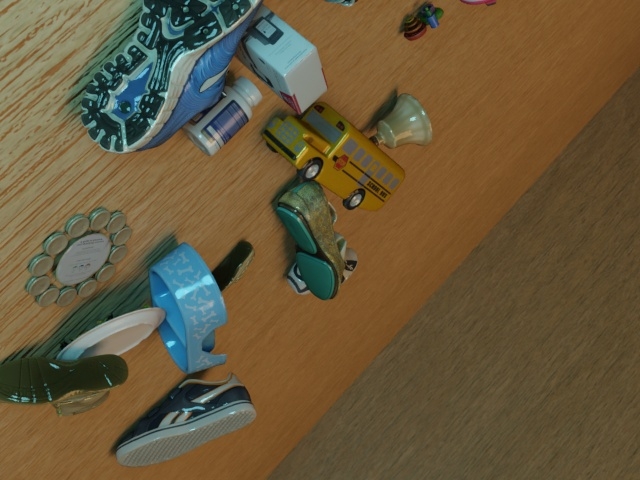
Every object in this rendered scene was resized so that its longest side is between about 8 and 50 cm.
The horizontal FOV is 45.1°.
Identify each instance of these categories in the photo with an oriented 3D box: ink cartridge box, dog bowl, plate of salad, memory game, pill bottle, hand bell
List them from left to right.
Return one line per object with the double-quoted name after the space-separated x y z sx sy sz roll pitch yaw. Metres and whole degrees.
-0.361 0.027 1.164 0.186 0.012 0.186 -41 157 -22 "memory game"
-0.358 0.158 1.314 0.199 0.048 0.200 -28 165 -8 "plate of salad"
-0.242 0.134 1.390 0.074 0.166 0.297 -27 151 -25 "dog bowl"
-0.146 -0.190 1.165 0.120 0.067 0.067 -46 159 -11 "pill bottle"
-0.068 -0.265 1.087 0.063 0.150 0.109 -44 158 -6 "ink cartridge box"
0.107 -0.205 1.646 0.242 0.126 0.126 -31 154 -16 "hand bell"

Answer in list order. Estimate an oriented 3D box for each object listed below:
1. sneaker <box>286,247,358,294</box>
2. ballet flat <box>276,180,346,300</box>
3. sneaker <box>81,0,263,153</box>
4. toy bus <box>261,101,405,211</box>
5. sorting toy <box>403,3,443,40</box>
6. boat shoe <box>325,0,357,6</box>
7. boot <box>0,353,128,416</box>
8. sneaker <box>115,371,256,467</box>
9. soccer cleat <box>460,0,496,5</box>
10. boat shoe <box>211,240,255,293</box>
0.033 0.033 1.859 0.235 0.094 0.153 -14 148 -43 "sneaker"
0.000 0.000 1.659 0.123 0.123 0.349 -44 144 -18 "ballet flat"
-0.168 -0.251 0.983 0.330 0.129 0.147 -50 174 7 "sneaker"
0.033 -0.155 1.454 0.130 0.108 0.332 -50 149 8 "toy bus"
0.199 -0.434 1.501 0.102 0.061 0.042 -50 126 -21 "sorting toy"
0.041 -0.399 1.123 0.335 0.121 0.119 -36 150 -38 "boat shoe"
-0.437 0.244 1.262 0.213 0.077 0.165 -2 158 -29 "boot"
-0.314 0.405 1.756 0.321 0.127 0.126 -19 144 -11 "sneaker"
0.373 -0.592 1.530 0.331 0.116 0.143 -42 142 -27 "soccer cleat"
-0.177 0.065 1.546 0.135 0.050 0.045 -48 154 -7 "boat shoe"
